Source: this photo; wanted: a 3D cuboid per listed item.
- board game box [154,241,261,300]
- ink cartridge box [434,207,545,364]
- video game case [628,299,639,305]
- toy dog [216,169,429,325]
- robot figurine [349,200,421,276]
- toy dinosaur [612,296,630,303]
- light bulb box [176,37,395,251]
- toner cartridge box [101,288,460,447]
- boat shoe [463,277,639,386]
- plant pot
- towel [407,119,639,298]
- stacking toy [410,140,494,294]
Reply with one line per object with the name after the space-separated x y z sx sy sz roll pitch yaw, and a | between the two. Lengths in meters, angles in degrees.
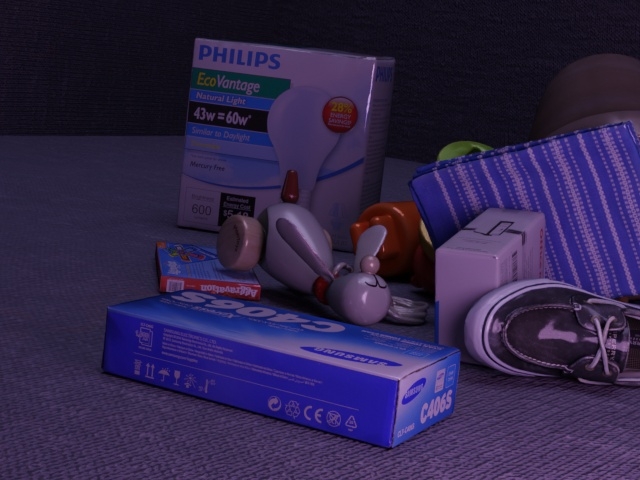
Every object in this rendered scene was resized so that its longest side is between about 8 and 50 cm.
-0.177 0.044 1.908 0.145 0.027 0.281 7 9 -10 | board game box
0.222 0.055 1.621 0.086 0.148 0.203 6 19 25 | ink cartridge box
0.507 0.123 1.840 0.210 0.042 0.232 14 12 41 | video game case
0.000 0.000 1.768 0.333 0.161 0.220 19 11 35 | toy dog
0.144 -0.004 2.113 0.128 0.158 0.219 44 28 28 | robot figurine
0.405 0.108 1.742 0.112 0.064 0.211 3 38 20 | toy dinosaur
-0.062 -0.191 2.397 0.358 0.361 0.225 8 9 11 | light bulb box
-0.044 0.127 1.329 0.348 0.075 0.165 11 11 26 | toner cartridge box
0.335 0.114 1.521 0.335 0.121 0.119 4 6 -28 | boat shoe
0.427 -0.119 1.844 0.323 0.323 0.280 6 45 -3 | plant pot
0.297 -0.017 1.696 0.336 0.243 0.040 -12 16 35 | towel
0.294 -0.011 2.019 0.309 0.130 0.279 11 45 -6 | stacking toy
